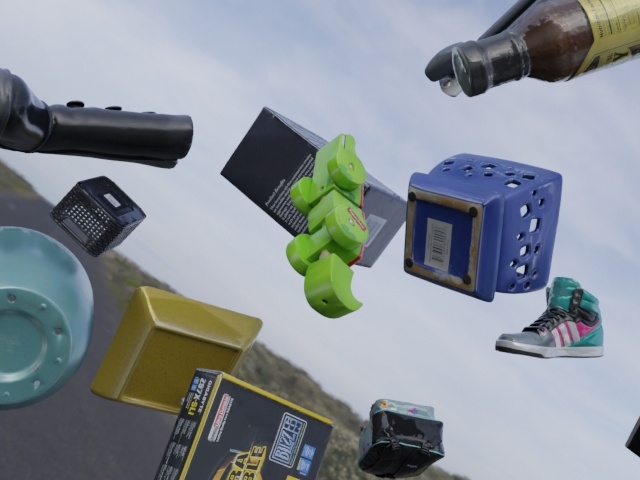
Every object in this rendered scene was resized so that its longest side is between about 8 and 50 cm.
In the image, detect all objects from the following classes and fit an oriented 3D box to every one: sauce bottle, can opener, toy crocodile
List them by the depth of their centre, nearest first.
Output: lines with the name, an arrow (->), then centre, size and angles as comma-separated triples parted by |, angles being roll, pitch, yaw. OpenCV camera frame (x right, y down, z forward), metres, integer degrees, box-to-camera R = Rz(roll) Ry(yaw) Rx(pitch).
sauce bottle -> 0.343, -0.271, 1.044 | 0.111, 0.344, 0.111 | 162, -90, -89
toy crocodile -> 0.024, -0.035, 1.217 | 0.105, 0.115, 0.340 | 34, 36, -27
can opener -> 0.341, -0.398, 1.608 | 0.093, 0.280, 0.074 | 36, 21, -46

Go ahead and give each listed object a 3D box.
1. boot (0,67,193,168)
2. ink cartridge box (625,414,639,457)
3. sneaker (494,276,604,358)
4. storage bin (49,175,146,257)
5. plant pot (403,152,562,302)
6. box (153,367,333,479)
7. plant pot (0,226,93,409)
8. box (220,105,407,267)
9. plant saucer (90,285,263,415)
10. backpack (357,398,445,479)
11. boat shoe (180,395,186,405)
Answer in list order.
boot -> -0.485, -0.244, 1.723 | 0.445, 0.146, 0.367 | 7, -2, -27
ink cartridge box -> 0.737, 0.275, 1.572 | 0.069, 0.371, 0.176 | 34, -47, 31
sneaker -> 0.513, 0.168, 1.775 | 0.295, 0.178, 0.124 | 4, -3, -30
storage bin -> -0.426, -0.050, 1.554 | 0.122, 0.084, 0.180 | 45, 8, -4
plant pot -> 0.285, -0.022, 1.495 | 0.212, 0.236, 0.236 | -16, 26, -42
box -> -0.135, 0.394, 1.251 | 0.079, 0.322, 0.257 | 1, -25, 47
plant pot -> -0.504, 0.139, 1.291 | 0.293, 0.293, 0.235 | 41, -6, -23
box -> -0.001, -0.102, 1.697 | 0.294, 0.183, 0.296 | 41, 10, 24
plant saucer -> -0.344, 0.302, 1.946 | 0.333, 0.333, 0.081 | 19, 22, -24
backpack -> 0.164, 0.429, 1.714 | 0.166, 0.144, 0.188 | 10, -43, -10
boat shoe -> -0.273, 0.411, 1.918 | 0.142, 0.040, 0.049 | 47, -5, -31
